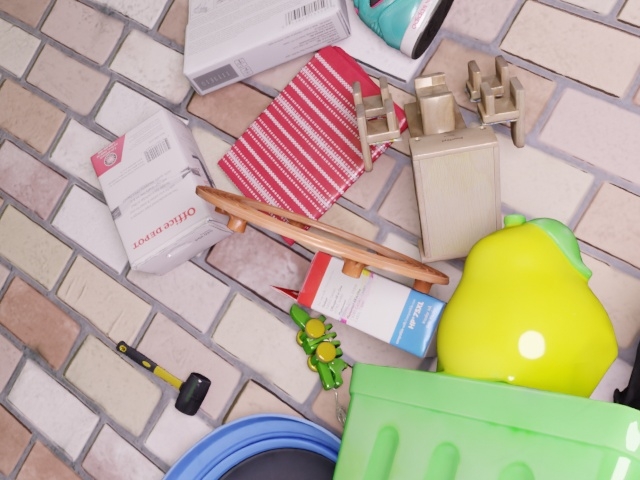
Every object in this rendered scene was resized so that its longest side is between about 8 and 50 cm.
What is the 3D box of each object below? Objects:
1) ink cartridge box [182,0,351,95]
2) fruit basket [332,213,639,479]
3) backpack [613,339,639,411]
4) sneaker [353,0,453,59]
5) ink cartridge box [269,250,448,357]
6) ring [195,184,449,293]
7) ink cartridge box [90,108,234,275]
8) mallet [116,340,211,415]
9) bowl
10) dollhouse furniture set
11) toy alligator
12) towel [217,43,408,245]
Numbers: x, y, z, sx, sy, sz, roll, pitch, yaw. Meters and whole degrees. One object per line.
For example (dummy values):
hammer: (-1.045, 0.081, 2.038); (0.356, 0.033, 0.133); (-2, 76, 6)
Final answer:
ink cartridge box: (-0.096, -0.386, 1.068); (0.274, 0.060, 0.239); (-17, 54, 16)
fruit basket: (0.210, 0.179, 0.660); (0.392, 0.283, 0.392); (-35, 28, 22)
backpack: (0.471, 0.155, 0.649); (0.263, 0.277, 0.213); (-10, 44, -5)
sneaker: (0.140, -0.439, 0.964); (0.178, 0.124, 0.296); (30, 92, 12)
ink cartridge box: (0.061, 0.080, 0.881); (0.230, 0.134, 0.078); (22, 89, 21)
ring: (0.000, 0.000, 0.812); (0.336, 0.336, 0.032); (21, 94, 22)
ink cartridge box: (-0.257, -0.075, 1.047); (0.158, 0.092, 0.218); (-30, 70, 12)
mallet: (-0.261, 0.218, 1.026); (0.189, 0.039, 0.063); (17, 82, 26)
bowl: (-0.080, 0.424, 0.826); (0.390, 0.077, 0.392); (-16, 52, 22)
dollhouse furniture set: (0.164, -0.112, 0.858); (0.212, 0.161, 0.242); (-9, 37, 6)
toy alligator: (0.014, 0.172, 0.928); (0.051, 0.056, 0.190); (-17, 69, -26)
towel: (-0.012, -0.154, 1.009); (0.275, 0.031, 0.199); (-45, 71, 9)
